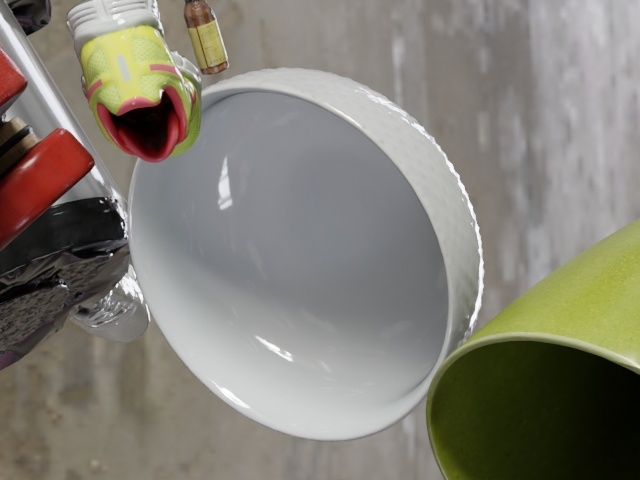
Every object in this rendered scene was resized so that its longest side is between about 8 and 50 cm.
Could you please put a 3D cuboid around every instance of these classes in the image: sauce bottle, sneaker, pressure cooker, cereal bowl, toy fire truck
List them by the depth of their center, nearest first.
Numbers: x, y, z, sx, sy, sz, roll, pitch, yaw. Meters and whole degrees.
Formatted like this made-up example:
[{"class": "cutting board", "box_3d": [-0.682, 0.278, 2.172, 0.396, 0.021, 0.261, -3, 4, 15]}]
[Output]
[{"class": "toy fire truck", "box_3d": [-0.318, -0.018, 1.129, 0.169, 0.302, 0.254, 48, 55, -8]}, {"class": "sneaker", "box_3d": [-0.123, -0.089, 1.133, 0.208, 0.082, 0.094, 62, 10, -71]}, {"class": "cereal bowl", "box_3d": [0.000, 0.000, 1.452, 0.141, 0.339, 0.338, -37, 124, -50]}, {"class": "pressure cooker", "box_3d": [-0.422, -0.075, 1.545, 0.370, 0.375, 0.420, -14, 70, -57]}, {"class": "sneaker", "box_3d": [-0.287, 0.059, 1.996, 0.118, 0.110, 0.292, 59, 3, 37]}, {"class": "sauce bottle", "box_3d": [-0.153, -0.279, 2.118, 0.042, 0.042, 0.128, -58, 139, -58]}]

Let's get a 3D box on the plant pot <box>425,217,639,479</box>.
[{"class": "plant pot", "box_3d": [0.271, 0.089, 1.206, 0.293, 0.275, 0.274, -45, 135, -36]}]
